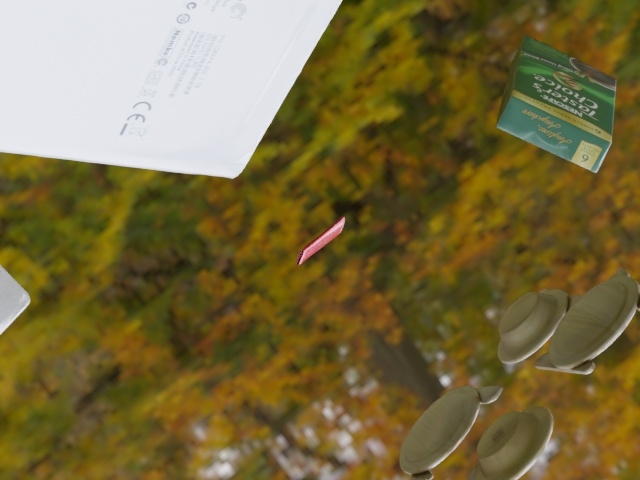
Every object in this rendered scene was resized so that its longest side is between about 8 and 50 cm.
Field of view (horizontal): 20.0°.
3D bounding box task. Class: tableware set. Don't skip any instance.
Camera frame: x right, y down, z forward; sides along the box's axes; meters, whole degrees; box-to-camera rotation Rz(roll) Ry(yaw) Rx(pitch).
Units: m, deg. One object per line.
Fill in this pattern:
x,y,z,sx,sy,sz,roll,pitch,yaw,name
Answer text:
0.112,0.079,1.021,0.169,0.020,0.141,-51,-163,-10,tableware set

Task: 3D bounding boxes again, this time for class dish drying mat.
0.000,0.000,2.229,0.083,0.008,0.032,-38,162,-37,dish drying mat

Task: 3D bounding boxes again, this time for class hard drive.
-0.157,-0.136,1.118,0.210,0.318,0.040,-57,-140,38,hard drive

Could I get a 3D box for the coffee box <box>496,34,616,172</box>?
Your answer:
0.241,-0.140,1.832,0.040,0.113,0.184,-64,-179,28,coffee box

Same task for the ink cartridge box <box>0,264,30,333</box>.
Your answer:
-0.439,0.082,1.549,0.353,0.207,0.119,-34,-167,36,ink cartridge box
